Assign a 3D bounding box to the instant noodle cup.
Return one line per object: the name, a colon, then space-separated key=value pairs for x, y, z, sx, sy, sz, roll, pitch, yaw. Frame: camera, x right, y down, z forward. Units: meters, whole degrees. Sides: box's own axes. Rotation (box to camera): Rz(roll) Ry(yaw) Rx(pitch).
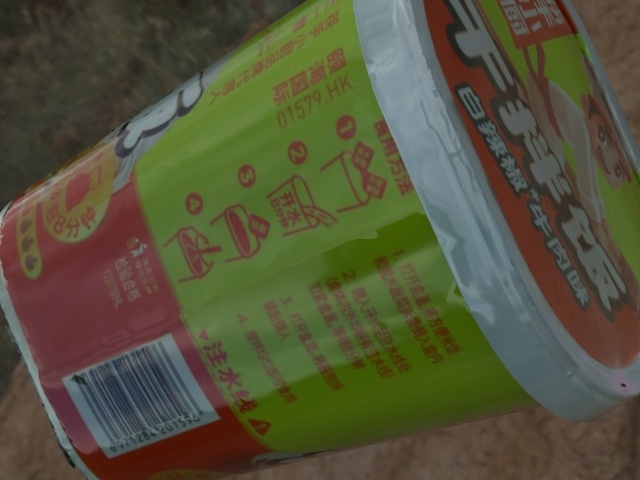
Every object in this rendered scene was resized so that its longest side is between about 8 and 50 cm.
instant noodle cup: x=0.000 y=0.000 z=0.751 sx=0.308 sy=0.294 sz=0.294 roll=-23 pitch=42 yaw=28
